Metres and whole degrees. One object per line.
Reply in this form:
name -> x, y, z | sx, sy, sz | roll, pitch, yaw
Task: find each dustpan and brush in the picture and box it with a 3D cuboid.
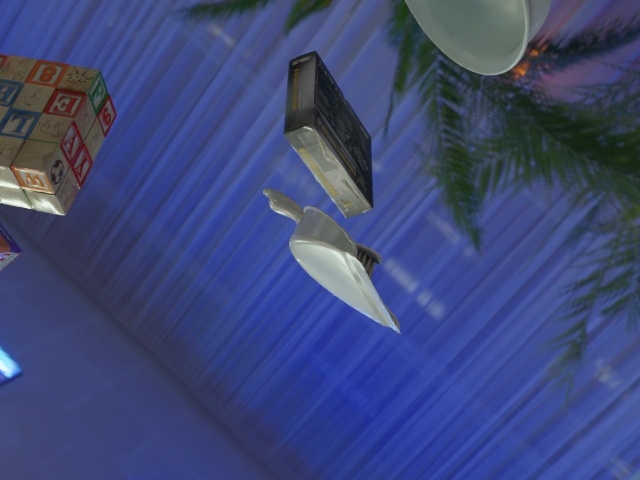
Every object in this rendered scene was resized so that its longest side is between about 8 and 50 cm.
dustpan and brush -> 0.000, 0.000, 0.895 | 0.211, 0.060, 0.147 | 26, 159, 36

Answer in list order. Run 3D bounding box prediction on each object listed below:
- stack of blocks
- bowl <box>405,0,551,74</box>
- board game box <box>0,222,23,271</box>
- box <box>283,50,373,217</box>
stack of blocks -> -0.434, -0.147, 1.094 | 0.297, 0.087, 0.171 | 11, -123, 11
bowl -> 0.238, -0.402, 1.258 | 0.298, 0.134, 0.298 | 49, 164, 19
board game box -> -0.760, -0.018, 1.314 | 0.356, 0.356, 0.356 | 49, 180, 9
box -> 0.018, -0.179, 1.486 | 0.231, 0.056, 0.183 | 50, -149, -43
